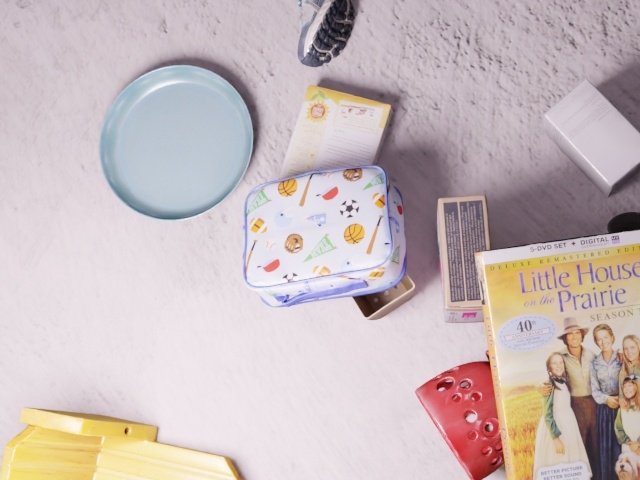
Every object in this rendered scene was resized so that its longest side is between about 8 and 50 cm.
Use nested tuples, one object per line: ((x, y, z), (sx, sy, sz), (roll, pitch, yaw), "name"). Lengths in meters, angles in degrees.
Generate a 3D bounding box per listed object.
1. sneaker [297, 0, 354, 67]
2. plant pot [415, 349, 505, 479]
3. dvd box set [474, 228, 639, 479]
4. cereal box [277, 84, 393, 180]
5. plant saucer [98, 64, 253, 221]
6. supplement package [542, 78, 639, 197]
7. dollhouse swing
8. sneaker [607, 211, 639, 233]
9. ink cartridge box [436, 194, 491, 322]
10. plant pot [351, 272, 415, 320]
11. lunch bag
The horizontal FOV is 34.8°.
((0.002, -0.474, 2.008), (0.122, 0.110, 0.283), (14, 81, 30), "sneaker")
((0.284, 0.297, 1.770), (0.174, 0.191, 0.191), (-31, 77, 1), "plant pot")
((0.428, 0.203, 1.630), (0.307, 0.062, 0.420), (-7, 88, -3), "dvd box set")
((0.024, -0.164, 1.965), (0.173, 0.047, 0.240), (17, 85, 14), "cereal box")
((-0.284, -0.190, 2.029), (0.317, 0.044, 0.317), (-2, 80, 10), "plant saucer")
((0.501, -0.184, 1.851), (0.105, 0.105, 0.179), (-40, 76, 1), "supplement package")
((-0.363, 0.504, 1.814), (0.305, 0.315, 0.347), (7, 81, 32), "dollhouse swing")
((0.608, 0.093, 1.741), (0.124, 0.178, 0.295), (-31, 45, -15), "sneaker")
((0.253, 0.038, 1.792), (0.088, 0.234, 0.193), (-3, 79, 5), "ink cartridge box")
((0.111, 0.085, 1.878), (0.109, 0.096, 0.109), (-34, 67, 3), "plant pot")
((0.000, 0.000, 1.835), (0.303, 0.115, 0.243), (-11, 63, 17), "lunch bag")
